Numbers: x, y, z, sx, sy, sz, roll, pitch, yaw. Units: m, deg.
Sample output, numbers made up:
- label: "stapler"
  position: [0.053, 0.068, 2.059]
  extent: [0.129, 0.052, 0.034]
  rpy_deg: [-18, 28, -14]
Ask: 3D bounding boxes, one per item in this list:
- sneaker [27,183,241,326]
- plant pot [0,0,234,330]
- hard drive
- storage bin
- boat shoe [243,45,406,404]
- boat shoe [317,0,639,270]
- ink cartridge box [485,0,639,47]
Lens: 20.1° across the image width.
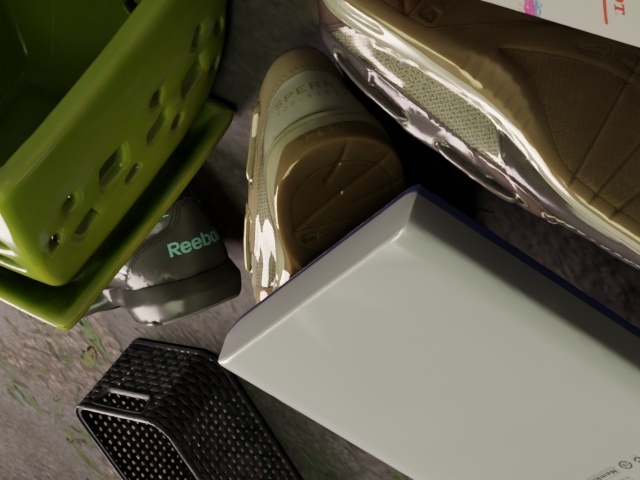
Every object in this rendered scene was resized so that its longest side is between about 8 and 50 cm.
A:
- label: "sneaker"
  position: [-0.154, 0.002, 1.366]
  extent: [0.267, 0.101, 0.106]
  rpy_deg: [-4, 107, 51]
- label: "plant pot"
  position: [-0.194, -0.089, 1.138]
  extent: [0.227, 0.228, 0.207]
  rpy_deg: [25, 153, 22]
- label: "hard drive"
  position: [0.123, 0.103, 1.111]
  extent: [0.319, 0.040, 0.210]
  rpy_deg: [32, 140, -18]
- label: "storage bin"
  position: [-0.110, 0.180, 1.542]
  extent: [0.122, 0.084, 0.180]
  rpy_deg: [6, 136, 44]
- label: "boat shoe"
  position: [0.000, 0.000, 1.175]
  extent: [0.302, 0.109, 0.098]
  rpy_deg: [87, 165, -53]
- label: "boat shoe"
  position: [0.113, -0.067, 0.950]
  extent: [0.285, 0.103, 0.092]
  rpy_deg: [36, 156, 12]
- label: "ink cartridge box"
  position: [0.115, -0.165, 0.840]
  extent: [0.198, 0.067, 0.115]
  rpy_deg: [22, 147, 30]
